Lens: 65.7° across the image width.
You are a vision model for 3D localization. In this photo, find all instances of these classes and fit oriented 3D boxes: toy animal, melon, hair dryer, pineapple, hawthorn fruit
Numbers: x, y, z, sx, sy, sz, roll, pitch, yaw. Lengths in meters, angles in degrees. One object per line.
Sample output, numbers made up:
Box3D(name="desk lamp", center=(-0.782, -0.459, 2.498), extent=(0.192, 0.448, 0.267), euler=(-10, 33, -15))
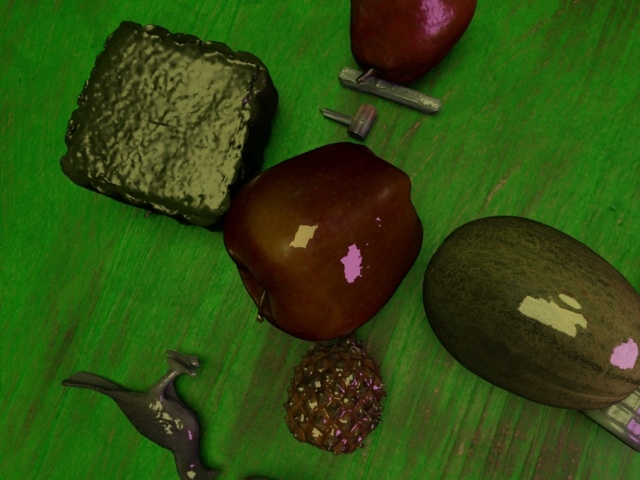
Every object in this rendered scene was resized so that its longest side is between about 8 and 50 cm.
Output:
Box3D(name="toy animal", center=(-0.290, 0.289, 0.883), extent=(0.367, 0.081, 0.205), euler=(36, 98, 14))
Box3D(name="melon", center=(0.306, 0.103, 0.729), extent=(0.329, 0.248, 0.248), euler=(35, 87, 31))
Box3D(name="hair dryer", center=(0.046, -0.240, 0.953), extent=(0.115, 0.037, 0.063), euler=(24, 83, 20))
Box3D(name="pineapple", center=(0.029, 0.240, 0.806), extent=(0.167, 0.166, 0.192), euler=(13, 81, 12))
Box3D(name="hawthorn fruit", center=(0.143, -0.391, 0.881), extent=(0.224, 0.224, 0.260), euler=(34, 107, 14))

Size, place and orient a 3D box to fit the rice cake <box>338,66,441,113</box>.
Box3D(name="rice cake", center=(0.130, -0.285, 0.945), extent=(0.208, 0.033, 0.033), euler=(23, 83, 13))

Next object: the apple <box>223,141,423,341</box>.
Box3D(name="apple", center=(0.000, 0.000, 0.796), extent=(0.317, 0.288, 0.288), euler=(-40, 76, -12))

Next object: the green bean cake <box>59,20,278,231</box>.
Box3D(name="green bean cake", center=(-0.258, -0.191, 0.914), extent=(0.320, 0.218, 0.334), euler=(20, 90, 5))

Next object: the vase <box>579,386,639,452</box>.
Box3D(name="vase", center=(0.518, 0.167, 0.748), extent=(0.143, 0.143, 0.298), euler=(35, 90, 14))

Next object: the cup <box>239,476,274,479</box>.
Box3D(name="cup", center=(-0.083, 0.517, 0.783), extent=(0.226, 0.183, 0.263), euler=(16, 89, 45))
